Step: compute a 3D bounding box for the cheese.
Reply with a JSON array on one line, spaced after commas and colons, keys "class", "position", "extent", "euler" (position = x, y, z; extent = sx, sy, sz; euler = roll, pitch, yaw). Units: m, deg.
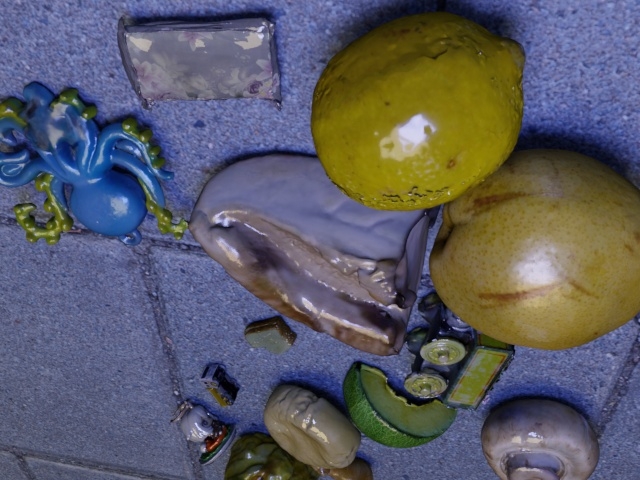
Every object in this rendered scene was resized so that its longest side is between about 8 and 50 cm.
[{"class": "cheese", "position": [-0.018, 0.427, 1.636], "extent": [0.214, 0.117, 0.226], "euler": [5, 138, 41]}]

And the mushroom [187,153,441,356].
[{"class": "mushroom", "position": [-0.014, 0.018, 1.241], "extent": [0.398, 0.224, 0.313], "euler": [15, 150, 11]}]

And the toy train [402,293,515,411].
[{"class": "toy train", "position": [0.259, 0.212, 1.381], "extent": [0.178, 0.134, 0.260], "euler": [9, 136, -5]}]

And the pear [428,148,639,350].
[{"class": "pear", "position": [0.324, 0.011, 1.058], "extent": [0.315, 0.314, 0.314], "euler": [8, 134, 8]}]

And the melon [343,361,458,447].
[{"class": "melon", "position": [0.149, 0.402, 1.596], "extent": [0.265, 0.129, 0.169], "euler": [26, 137, -11]}]

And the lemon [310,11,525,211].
[{"class": "lemon", "position": [0.129, -0.170, 0.957], "extent": [0.310, 0.257, 0.258], "euler": [-24, 123, 24]}]

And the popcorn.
[{"class": "popcorn", "position": [-0.119, 0.611, 1.794], "extent": [0.250, 0.241, 0.234], "euler": [15, 132, -3]}]

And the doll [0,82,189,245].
[{"class": "doll", "position": [-0.421, -0.126, 1.282], "extent": [0.346, 0.098, 0.341], "euler": [-13, 115, 20]}]

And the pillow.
[{"class": "pillow", "position": [-0.178, -0.270, 1.087], "extent": [0.255, 0.059, 0.169], "euler": [3, 134, 11]}]

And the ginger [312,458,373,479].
[{"class": "ginger", "position": [0.013, 0.541, 1.789], "extent": [0.299, 0.118, 0.065], "euler": [37, 117, -9]}]

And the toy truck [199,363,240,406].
[{"class": "toy truck", "position": [-0.240, 0.345, 1.699], "extent": [0.063, 0.052, 0.123], "euler": [-5, 133, 28]}]

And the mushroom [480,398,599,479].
[{"class": "mushroom", "position": [0.462, 0.441, 1.510], "extent": [0.255, 0.184, 0.254], "euler": [5, 120, 9]}]

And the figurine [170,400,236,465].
[{"class": "figurine", "position": [-0.307, 0.473, 1.806], "extent": [0.154, 0.132, 0.132], "euler": [45, 130, -9]}]

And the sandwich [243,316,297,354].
[{"class": "sandwich", "position": [-0.109, 0.207, 1.540], "extent": [0.105, 0.035, 0.093], "euler": [-12, 130, 26]}]
